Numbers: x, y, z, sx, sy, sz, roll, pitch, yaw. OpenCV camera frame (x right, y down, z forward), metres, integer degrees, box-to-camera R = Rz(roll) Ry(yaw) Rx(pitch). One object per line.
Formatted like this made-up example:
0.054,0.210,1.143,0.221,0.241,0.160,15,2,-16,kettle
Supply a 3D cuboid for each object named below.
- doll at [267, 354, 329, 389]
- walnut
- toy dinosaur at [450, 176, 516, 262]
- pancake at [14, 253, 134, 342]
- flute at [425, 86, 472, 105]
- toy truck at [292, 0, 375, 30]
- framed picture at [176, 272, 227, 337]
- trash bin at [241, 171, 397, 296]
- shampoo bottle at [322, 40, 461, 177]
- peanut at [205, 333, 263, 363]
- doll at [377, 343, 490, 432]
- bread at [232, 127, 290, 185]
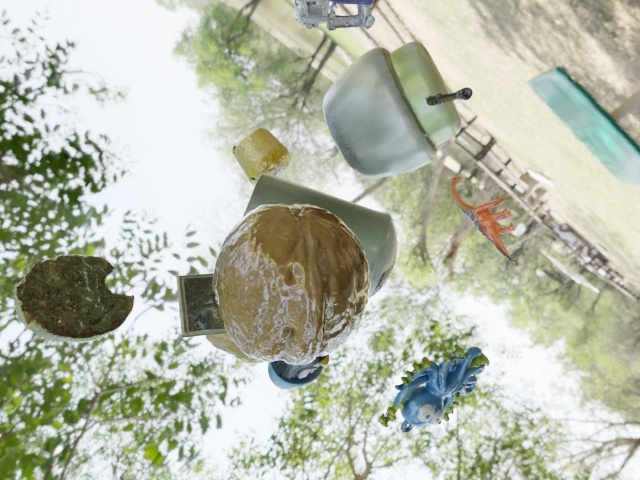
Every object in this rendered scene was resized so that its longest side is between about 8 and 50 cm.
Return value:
-0.043,0.290,1.406,0.141,0.314,0.177,42,-138,12,doll
-0.055,0.090,1.057,0.332,0.333,0.333,35,-167,-9,walnut
0.376,-0.061,1.220,0.280,0.101,0.055,-100,-14,-47,toy dinosaur
-0.564,0.131,1.238,0.253,0.037,0.254,15,-134,-16,pancake
0.262,-0.296,1.121,0.027,0.027,0.233,35,-175,-11,flute
0.011,-0.510,1.063,0.213,0.177,0.161,-8,-144,-18,toy truck
-0.273,0.150,1.312,0.141,0.011,0.183,-3,-132,-17,framed picture
0.000,0.000,1.498,0.431,0.281,0.280,21,-166,-3,trash bin
0.176,-0.329,1.394,0.322,0.317,0.323,53,-157,-34,shampoo bottle
-0.276,0.320,1.795,0.147,0.147,0.305,25,173,-43,peanut
0.356,0.445,1.583,0.346,0.341,0.099,31,-166,-42,doll
-0.214,-0.304,1.984,0.171,0.197,0.197,51,-165,12,bread
